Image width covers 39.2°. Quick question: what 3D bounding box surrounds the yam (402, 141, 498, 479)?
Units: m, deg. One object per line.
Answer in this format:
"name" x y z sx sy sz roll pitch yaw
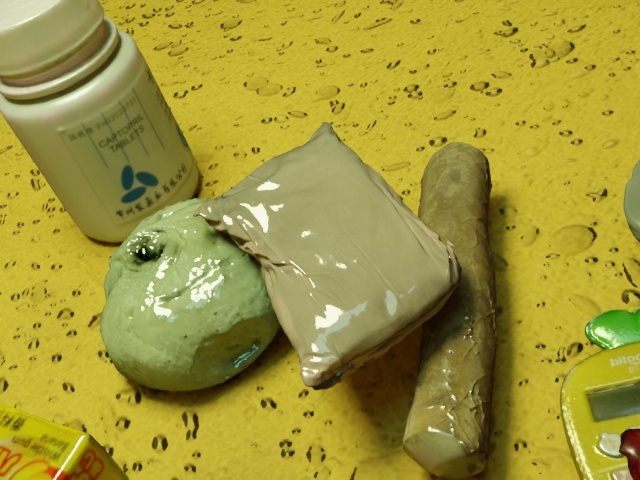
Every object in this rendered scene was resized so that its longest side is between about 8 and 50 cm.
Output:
"yam" 0.117 0.050 0.804 0.081 0.081 0.357 -6 43 18

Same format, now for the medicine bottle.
"medicine bottle" -0.266 -0.151 1.026 0.170 0.293 0.170 -14 41 12

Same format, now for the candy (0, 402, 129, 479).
"candy" -0.297 0.273 0.735 0.146 0.088 0.276 11 51 31

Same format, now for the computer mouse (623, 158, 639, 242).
"computer mouse" 0.427 -0.040 0.753 0.331 0.095 0.197 8 44 30

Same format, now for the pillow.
"pillow" 0.000 0.000 0.799 0.173 0.067 0.270 -29 47 -13

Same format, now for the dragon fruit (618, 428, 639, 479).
"dragon fruit" 0.359 0.150 0.560 0.329 0.228 0.286 -36 9 5

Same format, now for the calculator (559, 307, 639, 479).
"calculator" 0.259 0.142 0.671 0.146 0.032 0.235 -14 42 9

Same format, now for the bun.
"bun" -0.128 0.043 0.893 0.221 0.108 0.221 -11 41 10
